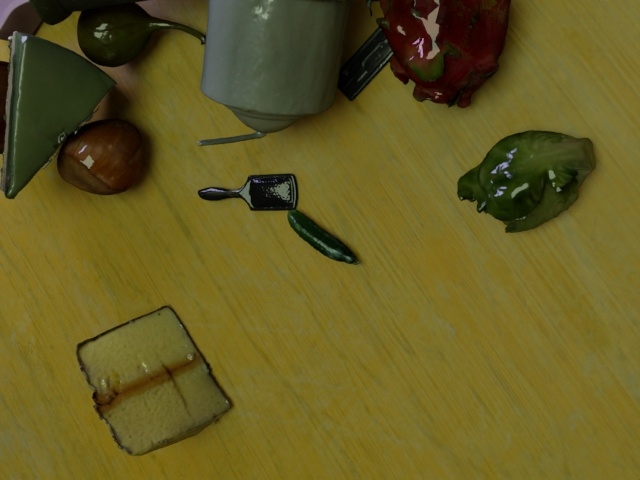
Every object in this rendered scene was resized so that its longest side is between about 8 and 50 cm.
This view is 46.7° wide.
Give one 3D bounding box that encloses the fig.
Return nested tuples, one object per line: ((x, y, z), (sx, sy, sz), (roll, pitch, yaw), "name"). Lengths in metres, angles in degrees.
((-0.311, -0.365, 1.297), (0.236, 0.124, 0.124), (5, 96, 13), "fig")

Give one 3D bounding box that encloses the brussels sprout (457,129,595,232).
((0.291, -0.093, 1.048), (0.181, 0.100, 0.139), (-30, 61, 34), "brussels sprout")

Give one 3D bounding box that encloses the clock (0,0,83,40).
((-0.524, -0.479, 1.390), (0.290, 0.080, 0.275), (35, 108, 24), "clock")

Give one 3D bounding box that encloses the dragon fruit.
((0.149, -0.323, 1.057), (0.269, 0.198, 0.200), (42, 135, 17), "dragon fruit")

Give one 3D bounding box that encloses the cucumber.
((0.000, 0.000, 1.217), (0.155, 0.037, 0.037), (36, 108, 19), "cucumber")

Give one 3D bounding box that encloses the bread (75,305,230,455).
((-0.301, 0.249, 1.299), (0.135, 0.178, 0.240), (-38, 76, 24), "bread")

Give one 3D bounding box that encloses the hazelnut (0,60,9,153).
((-0.630, -0.258, 1.417), (0.204, 0.178, 0.178), (25, 104, 31), "hazelnut")

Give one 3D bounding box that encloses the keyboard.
((0.084, -0.292, 1.169), (0.155, 0.010, 0.053), (-44, 77, 21), "keyboard")

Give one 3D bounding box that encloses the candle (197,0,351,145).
((-0.067, -0.305, 1.111), (0.221, 0.221, 0.342), (21, 120, 22), "candle")

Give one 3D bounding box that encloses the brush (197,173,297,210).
((-0.128, -0.081, 1.280), (0.193, 0.016, 0.063), (0, 93, 24), "brush")

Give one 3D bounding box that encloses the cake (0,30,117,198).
((-0.520, -0.230, 1.290), (0.283, 0.172, 0.158), (-51, 29, -3), "cake")

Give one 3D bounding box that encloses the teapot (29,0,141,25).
((-0.294, -0.481, 1.203), (0.337, 0.270, 0.200), (-8, 115, 0), "teapot")

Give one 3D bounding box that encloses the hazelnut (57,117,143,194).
((-0.395, -0.157, 1.336), (0.150, 0.150, 0.150), (2, 95, 25), "hazelnut")
